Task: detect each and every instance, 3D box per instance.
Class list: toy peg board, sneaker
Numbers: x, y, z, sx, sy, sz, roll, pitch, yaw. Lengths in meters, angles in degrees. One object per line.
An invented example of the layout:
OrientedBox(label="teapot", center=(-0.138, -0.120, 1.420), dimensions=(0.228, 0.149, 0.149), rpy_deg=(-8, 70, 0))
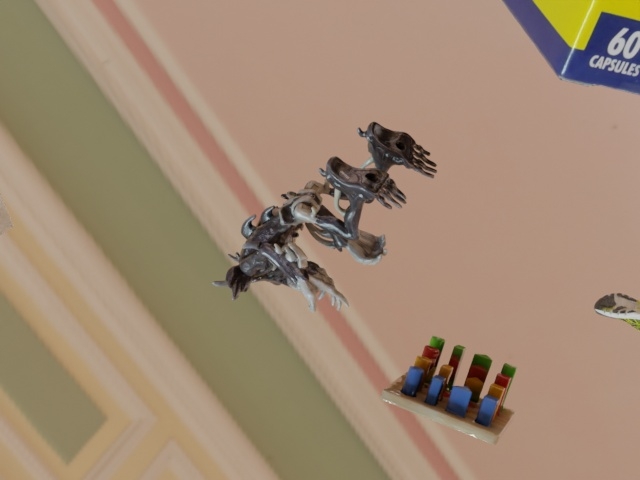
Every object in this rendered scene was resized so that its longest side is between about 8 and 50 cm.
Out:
OrientedBox(label="toy peg board", center=(0.184, 0.192, 1.565), dimensions=(0.160, 0.161, 0.079), rpy_deg=(-9, -62, -72))
OrientedBox(label="sneaker", center=(0.319, 0.078, 1.185), dimensions=(0.031, 0.083, 0.035), rpy_deg=(-54, -41, -39))

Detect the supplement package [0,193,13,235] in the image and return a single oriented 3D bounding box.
OrientedBox(label="supplement package", center=(-0.528, -0.086, 1.406), dimensions=(0.204, 0.145, 0.262), rpy_deg=(-42, -48, -38))

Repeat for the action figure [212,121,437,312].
OrientedBox(label="action figure", center=(0.000, 0.000, 1.241), dimensions=(0.141, 0.275, 0.164), rpy_deg=(44, -137, -7))

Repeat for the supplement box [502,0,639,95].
OrientedBox(label="supplement box", center=(0.288, -0.289, 0.816), dimensions=(0.194, 0.357, 0.195), rpy_deg=(9, -149, -16))
